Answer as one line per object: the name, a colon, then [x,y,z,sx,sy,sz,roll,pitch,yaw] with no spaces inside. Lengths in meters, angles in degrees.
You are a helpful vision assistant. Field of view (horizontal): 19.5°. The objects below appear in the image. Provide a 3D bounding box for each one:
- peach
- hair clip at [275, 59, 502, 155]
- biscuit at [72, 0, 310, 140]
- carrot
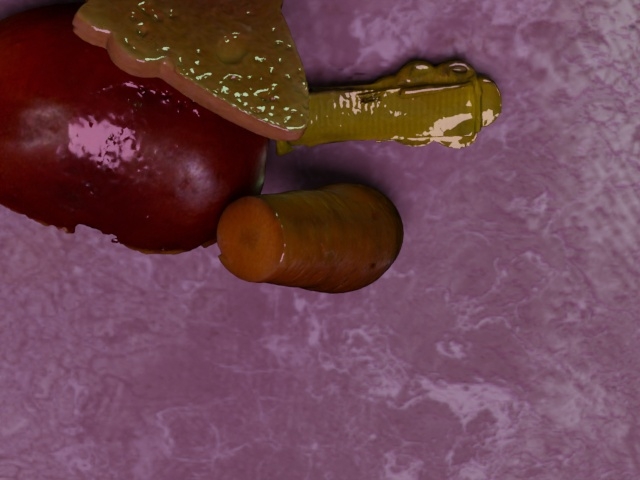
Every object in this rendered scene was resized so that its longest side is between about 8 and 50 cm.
peach: [-0.162,-0.094,1.338,0.267,0.159,0.154,19,111,-9]
hair clip: [0.049,-0.095,1.394,0.173,0.046,0.072,-9,121,-3]
biscuit: [-0.091,-0.161,1.286,0.162,0.250,0.035,-31,161,-27]
carrot: [0.000,0.000,1.369,0.087,0.193,0.087,2,95,24]
